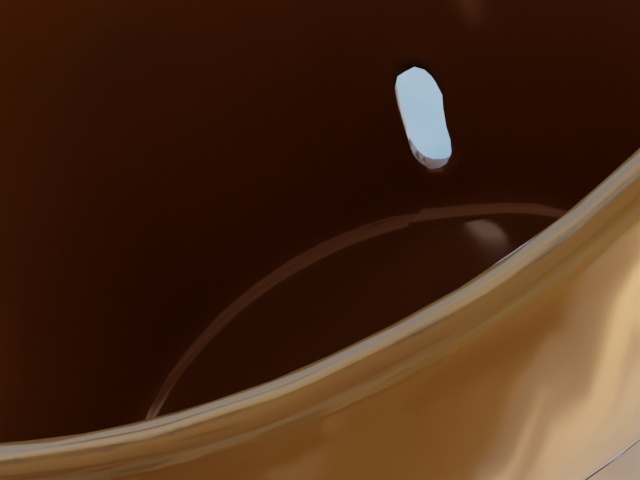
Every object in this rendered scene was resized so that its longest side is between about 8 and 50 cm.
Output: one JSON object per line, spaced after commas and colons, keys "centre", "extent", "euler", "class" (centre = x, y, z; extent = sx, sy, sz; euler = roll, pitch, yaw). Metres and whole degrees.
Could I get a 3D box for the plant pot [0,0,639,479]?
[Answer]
{"centre": [0.000, 0.000, 0.472], "extent": [0.291, 0.291, 0.203], "euler": [-7, -46, 21], "class": "plant pot"}
